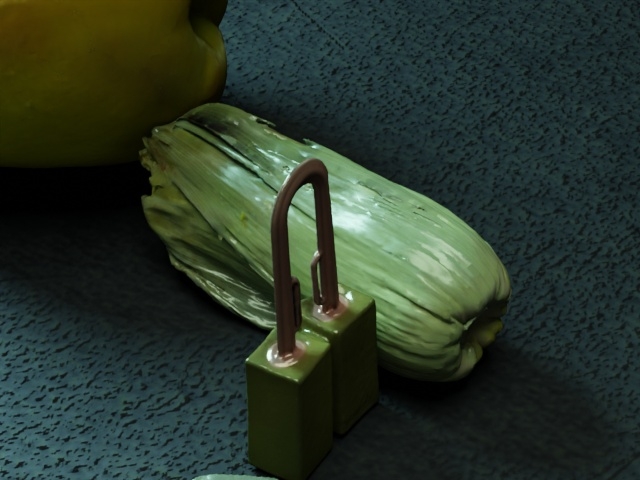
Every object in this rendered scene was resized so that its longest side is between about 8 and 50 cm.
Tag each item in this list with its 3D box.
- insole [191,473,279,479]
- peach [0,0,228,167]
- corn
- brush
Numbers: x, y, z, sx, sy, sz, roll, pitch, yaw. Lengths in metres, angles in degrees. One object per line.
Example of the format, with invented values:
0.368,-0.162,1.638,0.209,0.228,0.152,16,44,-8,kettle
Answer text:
-0.006,0.193,1.128,0.192,0.010,0.063,16,46,17,insole
-0.227,-0.194,1.356,0.308,0.289,0.289,4,42,5,peach
-0.002,-0.001,1.260,0.305,0.123,0.122,26,50,28,corn
-0.006,0.046,1.125,0.047,0.233,0.103,23,46,26,brush
